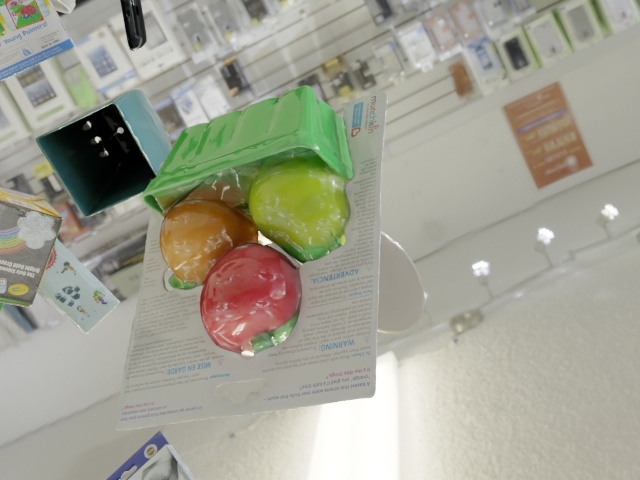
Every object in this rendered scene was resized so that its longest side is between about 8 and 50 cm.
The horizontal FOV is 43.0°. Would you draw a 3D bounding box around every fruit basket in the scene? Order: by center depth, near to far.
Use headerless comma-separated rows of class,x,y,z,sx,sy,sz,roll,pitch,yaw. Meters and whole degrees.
fruit basket,-0.069,0.023,0.890,0.327,0.353,0.165,-15,152,29

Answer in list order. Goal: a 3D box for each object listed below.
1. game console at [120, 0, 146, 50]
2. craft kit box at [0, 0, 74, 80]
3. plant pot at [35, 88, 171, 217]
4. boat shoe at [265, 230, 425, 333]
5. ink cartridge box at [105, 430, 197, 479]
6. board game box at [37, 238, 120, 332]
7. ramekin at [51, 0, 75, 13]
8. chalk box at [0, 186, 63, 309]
game console,-0.379,-0.537,1.512,0.044,0.361,0.213,-6,-163,4
craft kit box,-0.579,-0.382,1.339,0.250,0.246,0.061,-26,-142,-6
plant pot,-0.380,-0.184,1.522,0.166,0.165,0.234,-22,-159,13
boat shoe,0.000,0.000,1.178,0.127,0.340,0.158,-49,-162,-6
ink cartridge box,-0.348,0.509,1.573,0.223,0.045,0.224,-43,-127,-9
board game box,-0.556,0.055,1.651,0.097,0.303,0.224,-46,-172,-19
ramekin,-0.566,-0.549,1.605,0.109,0.207,0.207,-64,-166,-1
chalk box,-0.543,0.026,1.366,0.132,0.132,0.213,31,-80,54
